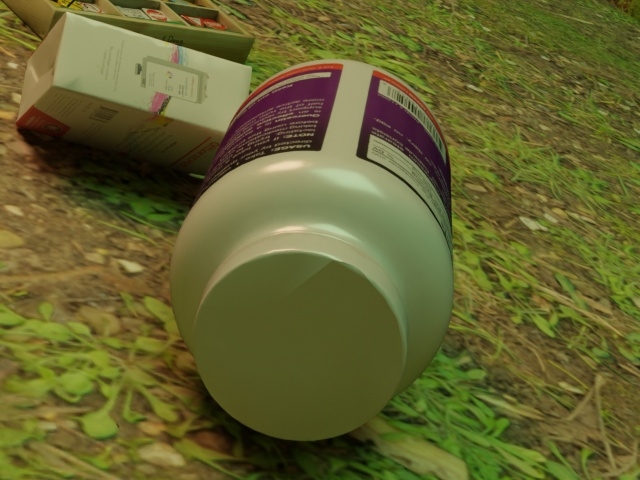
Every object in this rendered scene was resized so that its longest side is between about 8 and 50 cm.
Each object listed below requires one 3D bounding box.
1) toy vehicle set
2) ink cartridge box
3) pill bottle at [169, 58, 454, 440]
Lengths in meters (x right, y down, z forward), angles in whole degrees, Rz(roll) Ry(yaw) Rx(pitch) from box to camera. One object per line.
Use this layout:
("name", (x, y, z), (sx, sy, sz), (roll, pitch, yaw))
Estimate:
("toy vehicle set", (-0.217, -0.252, 1.400), (0.266, 0.035, 0.166), (-1, 35, -46))
("ink cartridge box", (-0.134, -0.112, 1.071), (0.198, 0.067, 0.115), (15, -18, -25))
("pill bottle", (0.000, 0.000, 0.894), (0.181, 0.182, 0.323), (23, 23, -5))
